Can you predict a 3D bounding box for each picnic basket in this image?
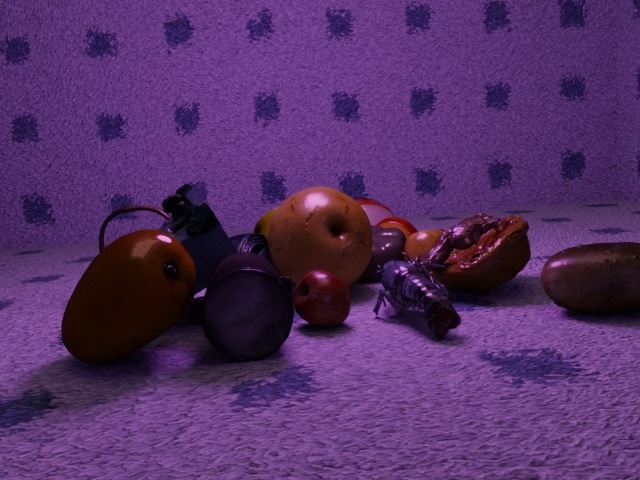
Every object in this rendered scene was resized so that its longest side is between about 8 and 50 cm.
[{"bbox_3d":[-0.601,0.036,1.986,0.292,0.338,0.337,-5,8,-1],"label":"picnic basket"}]

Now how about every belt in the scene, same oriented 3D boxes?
[{"bbox_3d":[-0.234,0.089,1.803,0.116,0.207,0.267,-8,16,18],"label":"belt"}]

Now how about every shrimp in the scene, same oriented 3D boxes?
[{"bbox_3d":[0.234,0.128,1.499,0.221,0.166,0.410,-32,6,-5],"label":"shrimp"}]

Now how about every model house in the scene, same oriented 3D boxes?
[{"bbox_3d":[-0.415,0.039,1.606,0.329,0.252,0.295,-38,37,-9],"label":"model house"}]

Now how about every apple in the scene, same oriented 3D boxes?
[{"bbox_3d":[0.008,0.150,1.495,0.130,0.146,0.146,17,-2,-26],"label":"apple"}]

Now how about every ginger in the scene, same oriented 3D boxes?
[{"bbox_3d":[0.375,0.014,1.666,0.290,0.084,0.122,-33,29,-7],"label":"ginger"}]

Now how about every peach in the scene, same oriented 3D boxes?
[{"bbox_3d":[0.281,0.007,2.209,0.190,0.190,0.192,-5,12,-5],"label":"peach"}]

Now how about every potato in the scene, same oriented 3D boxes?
[{"bbox_3d":[0.694,0.091,1.429,0.307,0.173,0.210,-5,10,8],"label":"potato"}]

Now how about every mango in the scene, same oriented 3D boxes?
[{"bbox_3d":[-0.445,0.137,1.327,0.378,0.221,0.264,-39,28,22],"label":"mango"}]

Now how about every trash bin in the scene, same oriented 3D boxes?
[{"bbox_3d":[-0.180,0.142,1.402,0.251,0.203,0.301,1,7,-9],"label":"trash bin"}]

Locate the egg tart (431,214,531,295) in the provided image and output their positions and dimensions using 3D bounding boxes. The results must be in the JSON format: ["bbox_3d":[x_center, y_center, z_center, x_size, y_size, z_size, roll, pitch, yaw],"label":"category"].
[{"bbox_3d":[0.482,0.060,1.734,0.339,0.153,0.351,-31,-2,4],"label":"egg tart"}]

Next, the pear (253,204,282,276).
[{"bbox_3d":[-0.129,0.016,2.127,0.281,0.287,0.176,-5,27,-9],"label":"pear"}]

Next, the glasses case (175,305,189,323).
[{"bbox_3d":[-0.361,0.197,1.656,0.196,0.050,0.083,-6,11,-10],"label":"glasses case"}]

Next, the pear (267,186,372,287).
[{"bbox_3d":[0.000,0.000,1.831,0.348,0.349,0.348,-4,8,1],"label":"pear"}]

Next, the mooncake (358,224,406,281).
[{"bbox_3d":[0.174,0.038,2.053,0.274,0.135,0.275,-10,22,4],"label":"mooncake"}]

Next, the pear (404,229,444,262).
[{"bbox_3d":[0.361,0.048,1.942,0.177,0.178,0.178,-4,8,1],"label":"pear"}]

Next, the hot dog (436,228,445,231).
[{"bbox_3d":[0.388,0.027,2.331,0.261,0.093,0.123,-18,5,45],"label":"hot dog"}]

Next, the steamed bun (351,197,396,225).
[{"bbox_3d":[0.165,-0.069,2.617,0.374,0.242,0.374,-5,5,0],"label":"steamed bun"}]
